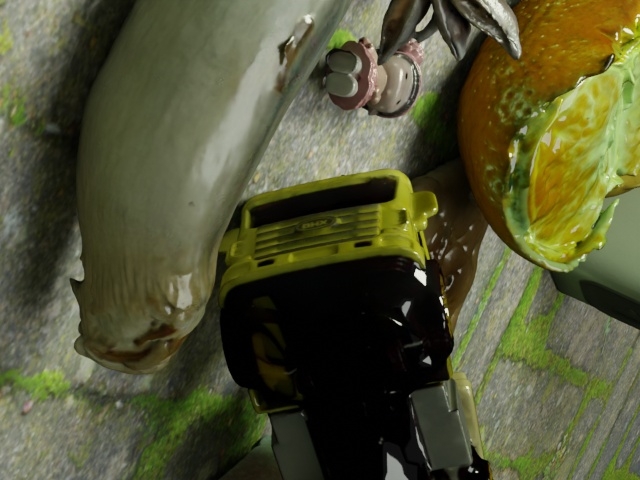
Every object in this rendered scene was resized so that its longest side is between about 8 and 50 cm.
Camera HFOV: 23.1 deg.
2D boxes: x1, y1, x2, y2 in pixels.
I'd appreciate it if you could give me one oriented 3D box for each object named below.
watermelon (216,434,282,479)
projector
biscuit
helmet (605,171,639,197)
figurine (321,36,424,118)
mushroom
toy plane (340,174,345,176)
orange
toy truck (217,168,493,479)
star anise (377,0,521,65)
[{"bbox_3d":[-0.067,0.337,1.490,0.302,0.151,0.264,-2,120,-45],"label":"watermelon"},{"bbox_3d":[0.484,-0.005,2.147,0.248,0.249,0.248,-60,158,-9],"label":"projector"},{"bbox_3d":[0.114,0.059,1.690,0.217,0.044,0.324,-23,134,-55],"label":"biscuit"},{"bbox_3d":[0.360,-0.130,1.907,0.257,0.140,0.205,-59,157,-18],"label":"helmet"},{"bbox_3d":[0.042,-0.142,1.321,0.129,0.054,0.072,3,97,-58],"label":"figurine"},{"bbox_3d":[-0.070,-0.104,1.026,0.397,0.126,0.177,-65,166,-8],"label":"mushroom"},{"bbox_3d":[0.000,0.000,1.399,0.049,0.031,0.120,-21,130,-70],"label":"toy plane"},{"bbox_3d":[0.253,-0.129,1.588,0.334,0.196,0.262,-58,140,-32],"label":"orange"},{"bbox_3d":[0.045,0.134,1.307,0.254,0.181,0.405,-93,168,-56],"label":"toy truck"},{"bbox_3d":[0.091,-0.223,1.196,0.065,0.195,0.182,-58,144,-54],"label":"star anise"}]
